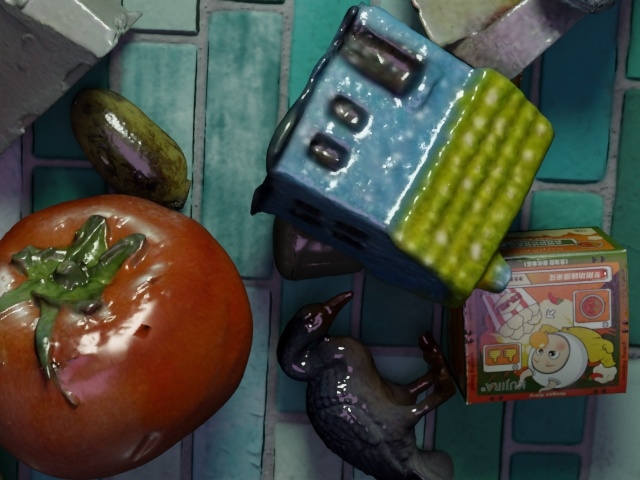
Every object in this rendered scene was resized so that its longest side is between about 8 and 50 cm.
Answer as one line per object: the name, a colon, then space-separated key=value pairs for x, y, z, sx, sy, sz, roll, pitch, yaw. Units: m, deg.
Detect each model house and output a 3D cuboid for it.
model house: x=0.100 y=-0.078 z=1.739 sx=0.303 sy=0.215 sz=0.237 roll=30 pitch=75 yaw=-4

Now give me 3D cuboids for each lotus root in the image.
lotus root: x=-0.221 y=-0.103 z=1.821 sx=0.179 sy=0.080 sz=0.089 roll=44 pitch=94 yaw=-12

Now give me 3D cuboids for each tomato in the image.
tomato: x=-0.240 y=0.119 z=1.749 sx=0.341 sy=0.341 sz=0.273 roll=-16 pitch=131 yaw=-1

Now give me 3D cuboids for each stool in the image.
stool: x=0.000 y=0.000 z=1.856 sx=0.110 sy=0.096 sz=0.096 roll=-2 pitch=103 yaw=-8

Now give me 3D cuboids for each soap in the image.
soap: x=-0.357 y=-0.183 z=1.703 sx=0.159 sy=0.258 sz=0.302 roll=44 pitch=97 yaw=-13

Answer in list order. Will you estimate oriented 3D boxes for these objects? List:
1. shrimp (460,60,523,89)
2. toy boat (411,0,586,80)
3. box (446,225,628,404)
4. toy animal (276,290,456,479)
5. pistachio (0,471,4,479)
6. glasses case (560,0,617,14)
shrimp: x=0.187 y=-0.179 z=1.864 sx=0.095 sy=0.045 sz=0.162 roll=23 pitch=105 yaw=14
toy boat: x=0.200 y=-0.317 z=1.784 sx=0.293 sy=0.111 sz=0.276 roll=35 pitch=74 yaw=-5
box: x=0.254 y=0.087 z=1.865 sx=0.195 sy=0.148 sz=0.178 roll=-3 pitch=104 yaw=-3
toy animal: x=0.072 y=0.192 z=1.885 sx=0.185 sy=0.122 sz=0.298 roll=-23 pitch=116 yaw=4
pistachio: x=-0.479 y=0.260 z=1.828 sx=0.187 sy=0.187 sz=0.299 roll=-32 pitch=107 yaw=3
glasses case: x=0.312 y=-0.358 z=1.738 sx=0.109 sy=0.282 sz=0.067 roll=35 pitch=142 yaw=-9
